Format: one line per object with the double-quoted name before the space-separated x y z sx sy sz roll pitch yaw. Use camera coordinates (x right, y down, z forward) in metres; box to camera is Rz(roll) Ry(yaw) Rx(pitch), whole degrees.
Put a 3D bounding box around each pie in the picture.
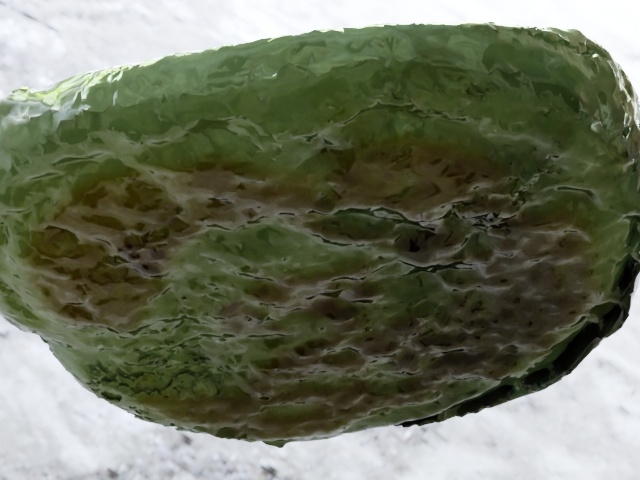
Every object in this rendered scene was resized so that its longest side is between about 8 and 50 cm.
"pie" 0.000 0.000 0.486 0.241 0.240 0.054 18 50 -28
